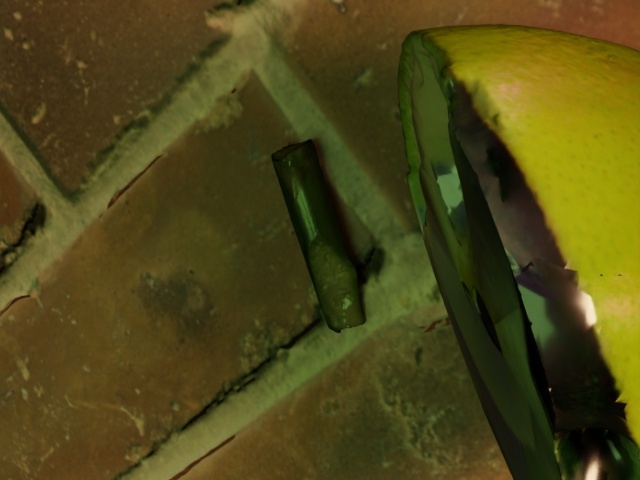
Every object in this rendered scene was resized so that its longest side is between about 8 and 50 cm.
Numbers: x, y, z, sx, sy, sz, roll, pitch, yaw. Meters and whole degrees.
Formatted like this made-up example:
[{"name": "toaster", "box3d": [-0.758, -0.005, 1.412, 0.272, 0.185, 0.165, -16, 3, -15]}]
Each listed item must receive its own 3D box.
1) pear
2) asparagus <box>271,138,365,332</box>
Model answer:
[{"name": "pear", "box3d": [0.187, 0.018, 1.050, 0.165, 0.399, 0.398, -19, 102, -3]}, {"name": "asparagus", "box3d": [0.000, 0.000, 1.314, 0.045, 0.041, 0.178, -5, 109, 45]}]
